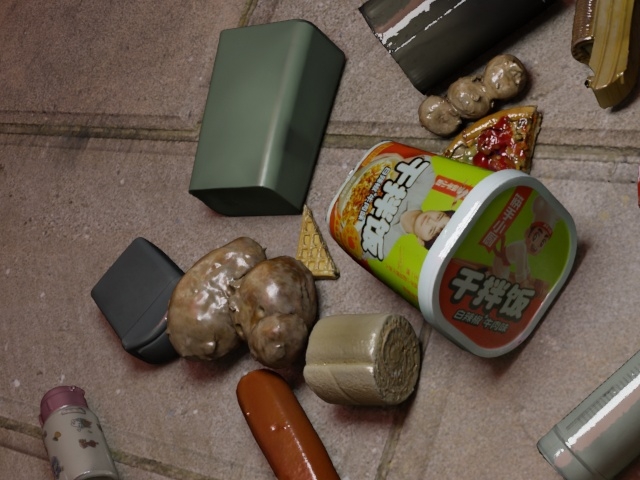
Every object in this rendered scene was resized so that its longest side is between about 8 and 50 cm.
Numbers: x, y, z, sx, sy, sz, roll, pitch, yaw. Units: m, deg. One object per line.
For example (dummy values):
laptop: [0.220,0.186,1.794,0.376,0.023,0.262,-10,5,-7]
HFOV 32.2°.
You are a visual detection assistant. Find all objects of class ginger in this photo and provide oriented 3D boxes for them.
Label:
ginger: [-0.120,0.113,1.919,0.304,0.155,0.244,5,53,42]
ginger: [0.261,-0.248,1.914,0.204,0.080,0.104,-32,19,15]

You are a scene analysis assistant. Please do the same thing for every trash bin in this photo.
trash bin: [-0.112,-0.229,2.107,0.223,0.158,0.343,0,66,35]
trash bin: [0.241,-0.416,1.935,0.301,0.203,0.252,-34,11,16]
trash bin: [-0.321,0.118,2.099,0.176,0.101,0.236,-51,46,2]

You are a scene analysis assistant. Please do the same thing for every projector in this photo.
projector: [0.451,0.204,1.513,0.337,0.108,0.108,-44,49,6]

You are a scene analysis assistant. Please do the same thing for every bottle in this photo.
bottle: [-0.453,0.370,2.040,0.110,0.110,0.233,-40,50,10]

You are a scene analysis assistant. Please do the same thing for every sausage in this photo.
sausage: [-0.042,0.337,1.784,0.094,0.097,0.348,-47,49,14]

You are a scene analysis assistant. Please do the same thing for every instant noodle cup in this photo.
instant noodle cup: [0.185,-0.007,1.727,0.308,0.294,0.294,30,84,48]

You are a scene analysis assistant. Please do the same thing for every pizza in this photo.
pizza: [0.296,-0.136,1.843,0.201,0.053,0.193,-35,50,13]

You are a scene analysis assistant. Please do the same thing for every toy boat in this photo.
toy boat: [0.471,-0.359,1.822,0.115,0.089,0.310,0,65,32]

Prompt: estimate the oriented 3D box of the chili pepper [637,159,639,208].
chili pepper: [0.519,-0.112,1.677,0.088,0.065,0.169,13,78,55]

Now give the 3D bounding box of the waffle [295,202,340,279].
waffle: [0.000,0.000,1.992,0.097,0.023,0.152,-6,62,31]

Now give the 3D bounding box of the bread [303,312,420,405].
bread: [0.067,0.190,1.768,0.141,0.134,0.148,-4,51,38]
